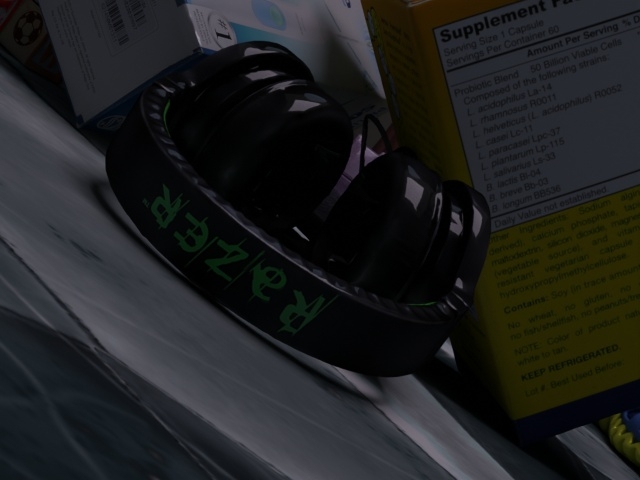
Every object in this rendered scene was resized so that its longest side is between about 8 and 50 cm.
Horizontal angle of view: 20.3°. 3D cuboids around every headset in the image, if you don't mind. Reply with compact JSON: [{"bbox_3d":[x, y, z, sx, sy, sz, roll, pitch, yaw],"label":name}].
[{"bbox_3d":[-0.010,-0.004,1.198,0.243,0.185,0.394,38,21,8],"label":"headset"}]

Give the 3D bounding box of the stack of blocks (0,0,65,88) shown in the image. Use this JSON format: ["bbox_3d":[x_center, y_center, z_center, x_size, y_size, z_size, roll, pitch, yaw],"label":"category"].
[{"bbox_3d":[-0.184,-0.173,1.560,0.171,0.087,0.297,41,6,35],"label":"stack of blocks"}]

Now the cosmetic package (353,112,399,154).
[{"bbox_3d":[0.117,-0.055,2.155,0.296,0.153,0.129,34,5,-19],"label":"cosmetic package"}]

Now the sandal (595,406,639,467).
[{"bbox_3d":[0.369,0.178,1.860,0.126,0.138,0.317,37,7,-19],"label":"sandal"}]

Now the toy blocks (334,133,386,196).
[{"bbox_3d":[0.169,-0.058,1.919,0.309,0.260,0.288,37,6,-3],"label":"toy blocks"}]

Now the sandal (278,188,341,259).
[{"bbox_3d":[0.000,0.000,1.496,0.097,0.054,0.254,17,24,-49],"label":"sandal"}]

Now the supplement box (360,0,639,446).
[{"bbox_3d":[0.176,-0.057,1.386,0.195,0.194,0.356,-126,-160,-71],"label":"supplement box"}]

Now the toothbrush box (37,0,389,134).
[{"bbox_3d":[-0.086,-0.191,1.403,0.295,0.126,0.216,9,58,-59],"label":"toothbrush box"}]
